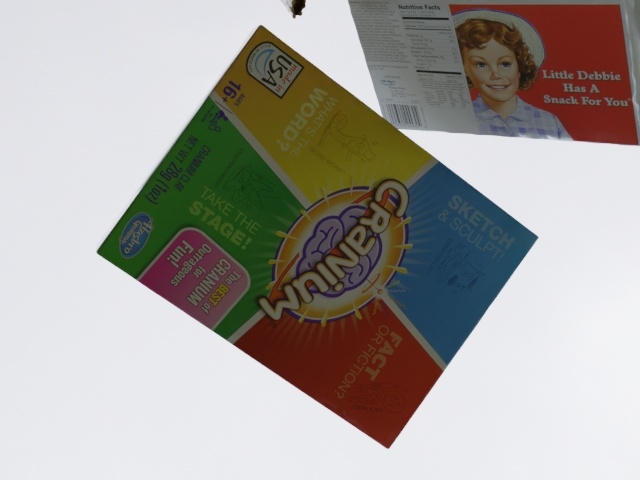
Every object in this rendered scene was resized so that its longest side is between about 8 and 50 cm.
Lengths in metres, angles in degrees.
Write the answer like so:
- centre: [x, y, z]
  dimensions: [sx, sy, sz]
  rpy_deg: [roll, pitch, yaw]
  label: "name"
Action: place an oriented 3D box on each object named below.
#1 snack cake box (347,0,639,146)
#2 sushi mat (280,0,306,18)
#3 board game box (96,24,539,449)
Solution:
- centre: [0.170, -0.177, 0.946]
  dimensions: [0.264, 0.152, 0.089]
  rpy_deg: [9, -135, 34]
  label: "snack cake box"
- centre: [-0.045, -0.336, 1.065]
  dimensions: [0.019, 0.151, 0.316]
  rpy_deg: [0, -154, -14]
  label: "sushi mat"
- centre: [0.000, 0.000, 0.939]
  dimensions: [0.317, 0.064, 0.242]
  rpy_deg: [35, -91, -13]
  label: "board game box"
